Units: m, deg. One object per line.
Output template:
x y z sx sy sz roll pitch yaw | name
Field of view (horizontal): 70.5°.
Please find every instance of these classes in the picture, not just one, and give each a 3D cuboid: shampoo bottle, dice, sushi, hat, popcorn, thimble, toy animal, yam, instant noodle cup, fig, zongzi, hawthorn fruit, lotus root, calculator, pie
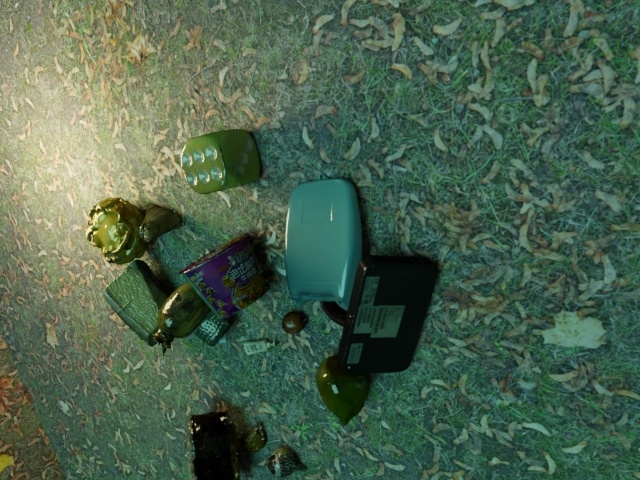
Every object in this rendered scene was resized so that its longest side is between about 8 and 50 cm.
-0.206 0.368 1.576 0.141 0.034 0.048 -16 90 33 | shampoo bottle
-0.296 -0.235 1.354 0.169 0.169 0.166 -8 101 32 | dice
-0.412 0.809 1.735 0.234 0.208 0.348 -143 50 -64 | sushi
0.086 0.150 1.297 0.206 0.089 0.205 3 95 34 | hat
-0.752 -0.038 1.677 0.250 0.190 0.249 6 100 35 | popcorn
-0.373 0.301 1.599 0.090 0.118 0.135 37 105 -1 | thimble
-0.127 0.815 1.634 0.137 0.098 0.098 27 117 20 | toy animal
-0.649 0.243 1.704 0.271 0.202 0.201 45 166 11 | yam
-0.289 0.118 1.435 0.251 0.251 0.190 -24 101 34 | instant noodle cup
0.081 0.450 1.365 0.167 0.167 0.233 -16 120 33 | fig
-0.605 -0.075 1.594 0.176 0.160 0.078 27 122 19 | zongzi
-0.085 0.264 1.452 0.077 0.077 0.077 10 110 28 | hawthorn fruit
-0.494 0.266 1.585 0.154 0.278 0.154 28 160 11 | lotus root
0.000 0.000 1.276 0.256 0.055 0.385 -2 84 36 | calculator
-0.256 0.767 1.733 0.088 0.033 0.191 44 124 3 | pie

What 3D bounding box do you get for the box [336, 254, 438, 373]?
0.175 0.205 1.214 0.212 0.058 0.349 3 114 -15 | box
